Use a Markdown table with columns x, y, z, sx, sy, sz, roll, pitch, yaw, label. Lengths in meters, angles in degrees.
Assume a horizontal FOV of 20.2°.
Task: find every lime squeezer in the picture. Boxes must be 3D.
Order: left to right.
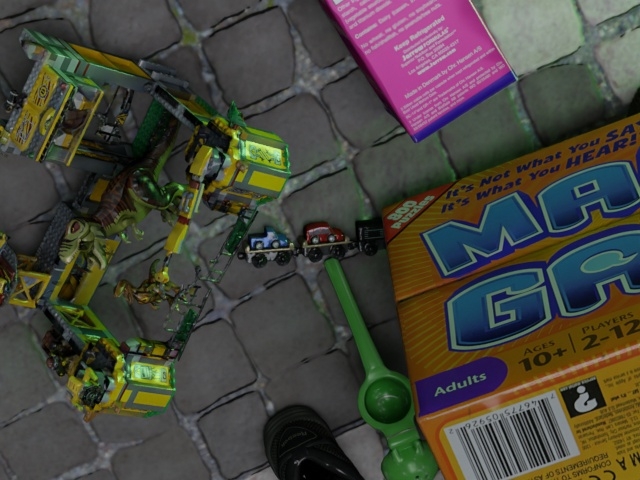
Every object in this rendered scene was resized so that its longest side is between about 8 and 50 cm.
| x | y | z | sx | sy | sz | roll | pitch | yaw | label |
| --- | --- | --- | --- | --- | --- | --- | --- | --- | --- |
| 0.073 | 0.166 | 1.706 | 0.059 | 0.110 | 0.310 | -16 | 112 | 12 | lime squeezer |

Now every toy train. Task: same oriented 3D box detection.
| x | y | z | sx | sy | sz | roll | pitch | yaw | label |
| --- | --- | --- | --- | --- | --- | --- | --- | --- | --- |
| 0.000 | 0.000 | 1.680 | 0.158 | 0.027 | 0.036 | -6 | 106 | -10 | toy train |

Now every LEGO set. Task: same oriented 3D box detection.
| x | y | z | sx | sy | sz | roll | pitch | yaw | label |
| --- | --- | --- | --- | --- | --- | --- | --- | --- | --- |
| -0.202 | -0.018 | 1.507 | 0.192 | 0.255 | 0.331 | 12 | 120 | -44 | LEGO set |

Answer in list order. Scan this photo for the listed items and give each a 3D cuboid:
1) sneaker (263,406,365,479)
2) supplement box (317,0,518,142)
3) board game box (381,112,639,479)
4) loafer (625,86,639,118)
| x | y | z | sx | sy | sz | roll | pitch | yaw | label |
| --- | --- | --- | --- | --- | --- | --- | --- | --- | --- |
| 0.023 | 0.277 | 1.729 | 0.087 | 0.130 | 0.227 | -27 | 114 | 0 | sneaker |
| 0.062 | -0.213 | 1.575 | 0.114 | 0.111 | 0.220 | -32 | 111 | 1 | supplement box |
| 0.291 | 0.134 | 1.565 | 0.357 | 0.356 | 0.356 | -20 | 117 | 7 | board game box |
| 0.304 | -0.082 | 1.701 | 0.050 | 0.056 | 0.148 | 22 | 103 | -12 | loafer |
